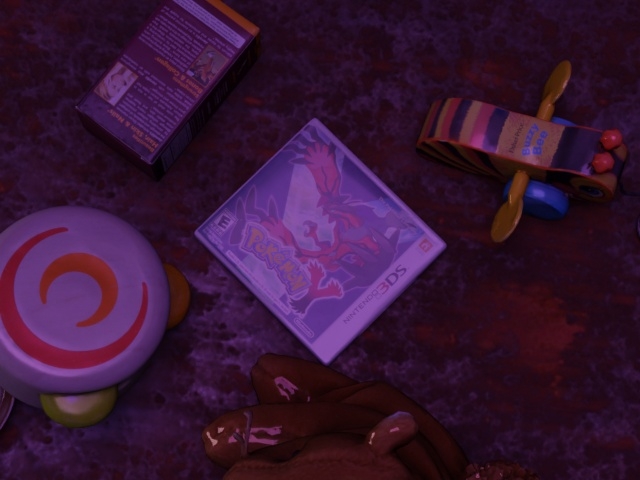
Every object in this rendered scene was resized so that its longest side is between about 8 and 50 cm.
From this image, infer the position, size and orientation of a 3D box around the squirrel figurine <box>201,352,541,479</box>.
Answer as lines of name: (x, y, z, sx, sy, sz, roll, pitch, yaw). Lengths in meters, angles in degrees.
squirrel figurine: (0.074, 0.255, 1.373, 0.397, 0.370, 0.281, 16, 78, 3)

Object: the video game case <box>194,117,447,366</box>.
video game case: (0.000, 0.000, 1.608, 0.201, 0.023, 0.183, 44, 81, 9)

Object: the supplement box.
supplement box: (-0.159, -0.171, 1.615, 0.104, 0.081, 0.188, 37, 80, 7)

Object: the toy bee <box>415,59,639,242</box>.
toy bee: (0.250, -0.094, 1.560, 0.298, 0.162, 0.195, -1, 76, 0)

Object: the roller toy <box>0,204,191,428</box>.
roller toy: (-0.250, 0.070, 1.527, 0.191, 0.146, 0.209, 36, 69, 0)

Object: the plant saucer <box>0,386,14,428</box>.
plant saucer: (-0.396, 0.149, 1.569, 0.168, 0.029, 0.168, 1, 77, -2)
